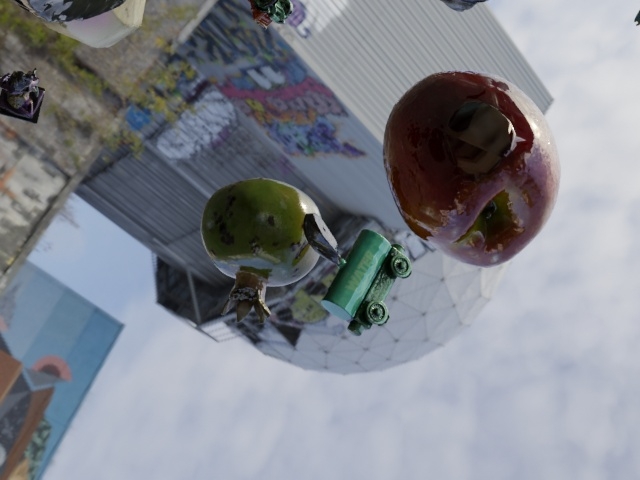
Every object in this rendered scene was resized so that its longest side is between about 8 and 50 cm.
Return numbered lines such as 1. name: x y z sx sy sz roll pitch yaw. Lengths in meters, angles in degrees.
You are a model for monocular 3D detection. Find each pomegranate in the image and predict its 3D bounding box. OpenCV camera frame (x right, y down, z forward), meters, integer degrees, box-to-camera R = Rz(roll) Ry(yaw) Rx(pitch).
1. pomegranate: -0.153 0.006 1.629 0.291 0.290 0.323 -12 -143 46

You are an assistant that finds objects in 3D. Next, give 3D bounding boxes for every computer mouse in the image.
1. computer mouse: 0.000 0.000 1.487 0.047 0.135 0.079 -30 -155 14

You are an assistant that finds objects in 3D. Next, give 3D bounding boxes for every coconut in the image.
1. coconut: -0.461 -0.502 1.368 0.259 0.259 0.259 -33 -147 25

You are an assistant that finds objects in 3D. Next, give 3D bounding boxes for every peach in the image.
1. peach: 0.296 -0.157 1.399 0.335 0.310 0.405 -12 -111 7

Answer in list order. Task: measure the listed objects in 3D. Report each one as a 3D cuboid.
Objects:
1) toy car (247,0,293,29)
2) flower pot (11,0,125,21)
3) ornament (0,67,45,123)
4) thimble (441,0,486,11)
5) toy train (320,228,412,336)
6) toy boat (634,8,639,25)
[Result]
1. toy car: -0.095 -0.380 1.020 0.054 0.143 0.073 -29 172 18
2. flower pot: -0.206 -0.316 0.494 0.379 0.251 0.379 -37 -171 7
3. ornament: -0.577 -0.293 1.335 0.203 0.081 0.088 168 -67 -72
4. thimble: 0.207 -0.483 1.052 0.157 0.245 0.217 -53 -158 -26
5. toy train: 0.102 0.092 1.613 0.248 0.159 0.101 -61 -166 -24
6. toy boat: 0.572 -0.385 1.157 0.110 0.091 0.175 -26 -117 10
